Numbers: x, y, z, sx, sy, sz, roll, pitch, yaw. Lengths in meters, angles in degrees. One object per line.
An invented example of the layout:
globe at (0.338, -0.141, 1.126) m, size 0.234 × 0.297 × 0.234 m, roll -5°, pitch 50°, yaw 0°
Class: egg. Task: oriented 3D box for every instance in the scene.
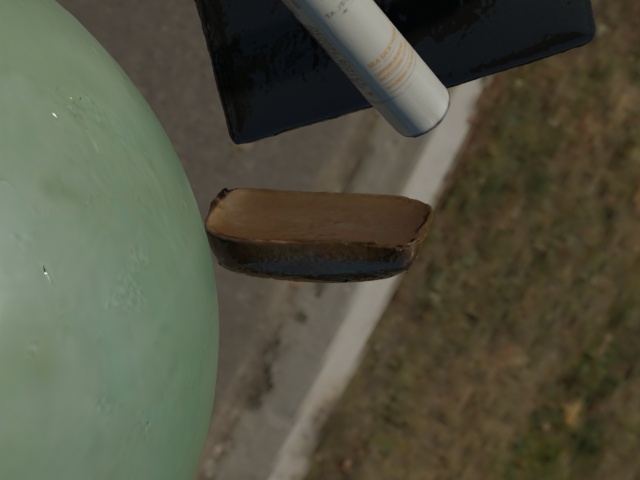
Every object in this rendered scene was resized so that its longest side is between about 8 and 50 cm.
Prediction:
egg at (-0.179, 0.026, 0.601) m, size 0.276 × 0.389 × 0.276 m, roll -3°, pitch 99°, yaw -20°

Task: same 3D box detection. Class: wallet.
wallet at (0.048, -0.145, 1.119) m, size 0.244 × 0.025 × 0.124 m, roll -17°, pitch 115°, yaw -7°

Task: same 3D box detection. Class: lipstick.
lipstick at (0.021, -0.113, 1.006) m, size 0.040 × 0.040 × 0.141 m, roll -55°, pitch 131°, yaw -12°

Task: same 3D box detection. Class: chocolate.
chocolate at (0.000, 0.000, 0.807) m, size 0.064 × 0.101 × 0.031 m, roll -74°, pitch 164°, yaw -62°
